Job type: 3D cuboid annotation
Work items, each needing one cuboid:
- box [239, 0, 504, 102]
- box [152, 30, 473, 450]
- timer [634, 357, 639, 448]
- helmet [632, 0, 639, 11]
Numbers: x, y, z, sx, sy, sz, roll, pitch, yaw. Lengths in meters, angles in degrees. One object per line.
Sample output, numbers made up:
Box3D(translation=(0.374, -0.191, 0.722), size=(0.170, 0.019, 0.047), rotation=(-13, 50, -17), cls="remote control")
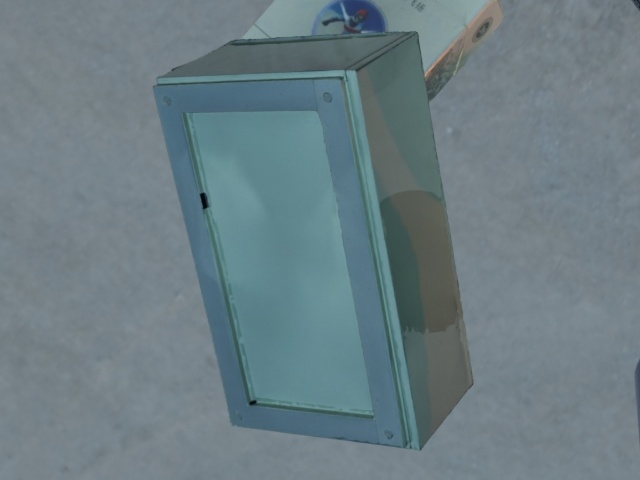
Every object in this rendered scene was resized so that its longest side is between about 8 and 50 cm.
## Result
Box3D(translation=(0.024, -0.169, 1.180), size=(0.164, 0.256, 0.069), rotation=(43, -176, 18), cls="box")
Box3D(translation=(0.000, 0.000, 0.738), size=(0.129, 0.086, 0.225), rotation=(2, 114, 32), cls="box")
Box3D(translation=(0.436, 0.300, 1.262), size=(0.270, 0.384, 0.270), rotation=(10, 152, 6), cls="timer")
Box3D(translation=(0.358, -0.244, 1.029), size=(0.193, 0.189, 0.216), rotation=(40, 149, 31), cls="helmet")
